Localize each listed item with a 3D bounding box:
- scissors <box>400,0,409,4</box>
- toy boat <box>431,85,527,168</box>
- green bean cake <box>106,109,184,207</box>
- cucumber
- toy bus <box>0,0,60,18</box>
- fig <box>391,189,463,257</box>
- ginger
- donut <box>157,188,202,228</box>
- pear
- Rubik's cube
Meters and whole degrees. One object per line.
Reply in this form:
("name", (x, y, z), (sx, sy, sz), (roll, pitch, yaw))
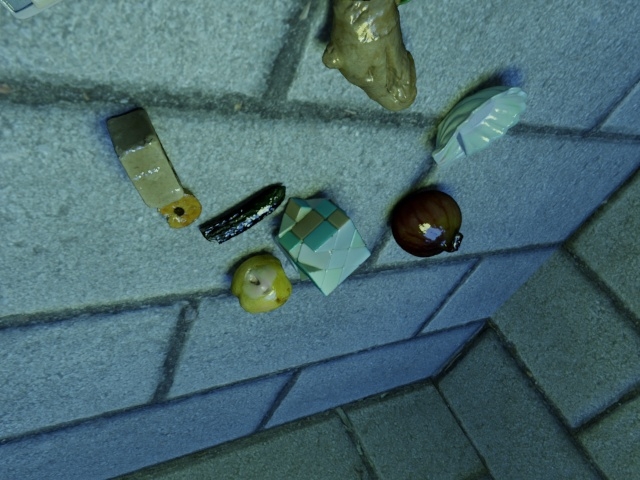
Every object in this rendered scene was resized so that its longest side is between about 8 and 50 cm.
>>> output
("scissors", (0.225, -0.524, 1.054), (0.204, 0.027, 0.101), (-7, 142, -30))
("toy boat", (0.423, -0.324, 1.422), (0.290, 0.100, 0.199), (-40, 146, 14))
("green bean cake", (-0.344, -0.157, 1.021), (0.085, 0.109, 0.179), (-24, 148, -10))
("cucumber", (-0.187, -0.064, 1.317), (0.245, 0.067, 0.067), (-29, 148, 2))
("toy bus", (-0.431, -0.430, 0.592), (0.138, 0.097, 0.342), (-26, 150, 6))
("fig", (0.341, -0.045, 1.656), (0.234, 0.215, 0.235), (-15, 169, -3))
("ginger", (0.114, -0.384, 1.065), (0.190, 0.126, 0.354), (-42, 145, 8))
("donut", (-0.329, -0.079, 1.202), (0.097, 0.043, 0.108), (-24, 146, -9))
("pear", (-0.174, 0.129, 1.501), (0.177, 0.178, 0.178), (-21, 147, -15))
("Rubik's cube", (0.000, 0.000, 1.439), (0.224, 0.213, 0.265), (-42, 138, -9))
